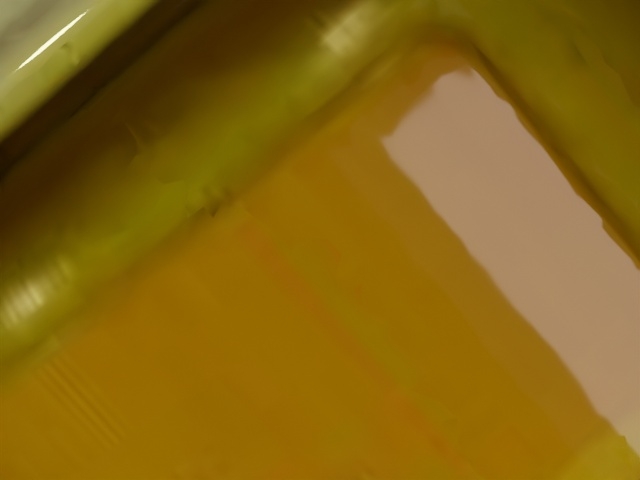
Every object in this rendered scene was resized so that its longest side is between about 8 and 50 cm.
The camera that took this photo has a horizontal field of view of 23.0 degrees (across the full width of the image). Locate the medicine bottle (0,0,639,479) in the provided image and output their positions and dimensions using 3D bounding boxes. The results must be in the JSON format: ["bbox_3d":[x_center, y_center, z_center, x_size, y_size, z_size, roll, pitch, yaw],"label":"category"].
[{"bbox_3d":[0.000,0.000,0.418,0.384,0.224,0.224,50,43,-9],"label":"medicine bottle"}]
